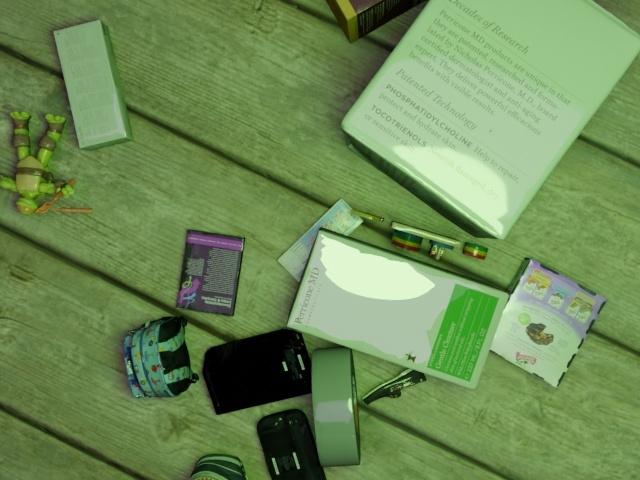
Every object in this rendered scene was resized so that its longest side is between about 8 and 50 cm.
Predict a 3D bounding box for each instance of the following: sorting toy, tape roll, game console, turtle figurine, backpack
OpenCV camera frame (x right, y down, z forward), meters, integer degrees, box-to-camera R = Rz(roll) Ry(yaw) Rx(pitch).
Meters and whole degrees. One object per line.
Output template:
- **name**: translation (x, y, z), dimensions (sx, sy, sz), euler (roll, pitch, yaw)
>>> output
- **sorting toy**: translation (0.185, 0.000, 1.536), dimensions (0.275, 0.132, 0.046), euler (17, 94, 3)
- **tape roll**: translation (0.031, 0.309, 1.506), dimensions (0.072, 0.219, 0.219), euler (-5, 90, 5)
- **game console**: translation (-0.092, 0.362, 1.594), dimensions (0.213, 0.044, 0.361), euler (-15, 96, 15)
- **turtle figurine**: translation (-0.560, -0.140, 1.605), dimensions (0.270, 0.087, 0.217), euler (5, 83, 12)
- **backpack**: translation (-0.315, 0.231, 1.550), dimensions (0.117, 0.173, 0.158), euler (-11, 91, 4)

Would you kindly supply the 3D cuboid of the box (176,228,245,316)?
- **box**: translation (-0.219, 0.065, 1.614), dimensions (0.116, 0.029, 0.162), euler (9, 90, 4)

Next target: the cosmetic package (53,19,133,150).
- **cosmetic package**: translation (-0.450, -0.306, 1.608), dimensions (0.099, 0.060, 0.239), euler (-12, 90, 2)

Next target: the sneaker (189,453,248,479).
- **sneaker**: translation (-0.139, 0.521, 1.567), dimensions (0.282, 0.153, 0.099), euler (42, 91, -10)

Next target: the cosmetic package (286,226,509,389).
- **cosmetic package**: translation (0.138, 0.122, 1.522), dimensions (0.366, 0.155, 0.196), euler (17, 93, -2)

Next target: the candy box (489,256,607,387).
- **candy box**: translation (0.423, 0.156, 1.554), dimensions (0.165, 0.070, 0.196), euler (29, 92, 3)

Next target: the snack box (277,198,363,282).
- **snack box**: translation (0.000, 0.000, 1.602), dimensions (0.178, 0.022, 0.064), euler (-44, 89, 3)

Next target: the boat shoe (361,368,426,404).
- **boat shoe**: translation (0.144, 0.289, 1.584), dimensions (0.133, 0.049, 0.042), euler (-28, 81, -1)

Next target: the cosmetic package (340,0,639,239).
- **cosmetic package**: translation (0.281, -0.249, 1.429), dimensions (0.327, 0.329, 0.393), euler (36, 92, 3)

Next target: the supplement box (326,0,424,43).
- **supplement box**: translation (0.106, -0.490, 1.505), dimensions (0.194, 0.191, 0.129), euler (-29, 89, 4)
